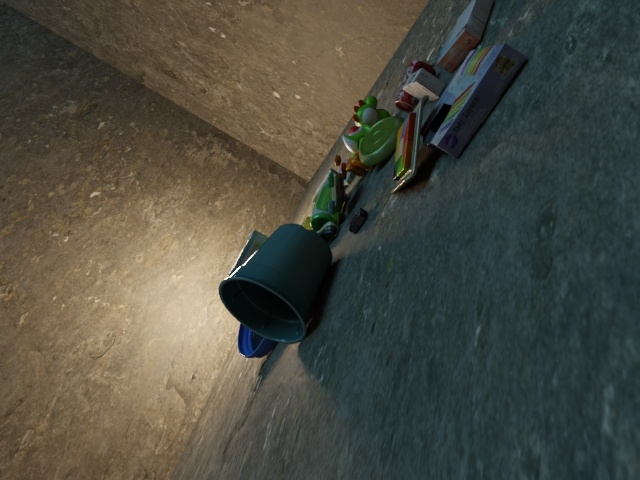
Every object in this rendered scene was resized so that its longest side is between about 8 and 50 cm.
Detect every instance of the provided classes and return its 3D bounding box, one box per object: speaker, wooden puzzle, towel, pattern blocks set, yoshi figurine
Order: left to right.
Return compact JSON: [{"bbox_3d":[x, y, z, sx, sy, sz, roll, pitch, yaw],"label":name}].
[{"bbox_3d":[-0.284,0.173,2.156,0.375,0.320,0.090,-58,7,19],"label":"towel"},{"bbox_3d":[0.038,-0.160,1.995,0.131,0.131,0.297,-52,14,41],"label":"speaker"},{"bbox_3d":[0.075,-0.224,1.854,0.325,0.026,0.286,-9,-80,-76],"label":"pattern blocks set"},{"bbox_3d":[0.237,-0.477,1.940,0.203,0.203,0.363,38,-119,-60],"label":"yoshi figurine"},{"bbox_3d":[0.245,-0.265,1.216,0.221,0.044,0.239,108,174,-86],"label":"wooden puzzle"}]

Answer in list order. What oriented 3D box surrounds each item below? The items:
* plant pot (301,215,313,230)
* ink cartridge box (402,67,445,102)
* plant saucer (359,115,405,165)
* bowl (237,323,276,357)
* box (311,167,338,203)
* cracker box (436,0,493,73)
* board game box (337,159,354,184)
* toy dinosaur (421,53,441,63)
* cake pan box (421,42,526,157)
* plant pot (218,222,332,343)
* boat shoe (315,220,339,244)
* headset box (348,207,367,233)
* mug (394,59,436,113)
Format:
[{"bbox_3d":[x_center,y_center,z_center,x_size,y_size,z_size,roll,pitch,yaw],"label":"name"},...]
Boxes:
[{"bbox_3d":[-0.051,-0.081,2.357,0.134,0.095,0.134,-57,10,17],"label":"plant pot"},{"bbox_3d":[0.365,-0.540,1.486,0.060,0.104,0.180,-58,10,9],"label":"ink cartridge box"},{"bbox_3d":[0.238,-0.411,1.718,0.241,0.037,0.241,-34,37,32],"label":"plant saucer"},{"bbox_3d":[-0.265,0.357,1.979,0.391,0.077,0.391,-45,32,38],"label":"bowl"},{"bbox_3d":[0.048,-0.283,2.366,0.203,0.114,0.103,-56,12,17],"label":"box"},{"bbox_3d":[0.486,-0.699,1.427,0.232,0.067,0.156,-64,9,-26],"label":"cracker box"},{"bbox_3d":[0.138,-0.359,2.248,0.103,0.026,0.154,4,60,47],"label":"board game box"},{"bbox_3d":[0.443,-0.755,1.834,0.112,0.064,0.211,-57,10,13],"label":"toy dinosaur"},{"bbox_3d":[0.357,-0.343,1.060,0.267,0.070,0.246,-58,7,20],"label":"cake pan box"},{"bbox_3d":[-0.133,0.137,1.546,0.341,0.341,0.334,-49,6,51],"label":"plant pot"},{"bbox_3d":[0.001,0.000,1.889,0.223,0.080,0.073,-46,12,43],"label":"boat shoe"},{"bbox_3d":[0.137,-0.073,1.529,0.083,0.032,0.062,-57,10,30],"label":"headset box"},{"bbox_3d":[0.350,-0.598,1.643,0.113,0.150,0.169,24,89,43],"label":"mug"}]
